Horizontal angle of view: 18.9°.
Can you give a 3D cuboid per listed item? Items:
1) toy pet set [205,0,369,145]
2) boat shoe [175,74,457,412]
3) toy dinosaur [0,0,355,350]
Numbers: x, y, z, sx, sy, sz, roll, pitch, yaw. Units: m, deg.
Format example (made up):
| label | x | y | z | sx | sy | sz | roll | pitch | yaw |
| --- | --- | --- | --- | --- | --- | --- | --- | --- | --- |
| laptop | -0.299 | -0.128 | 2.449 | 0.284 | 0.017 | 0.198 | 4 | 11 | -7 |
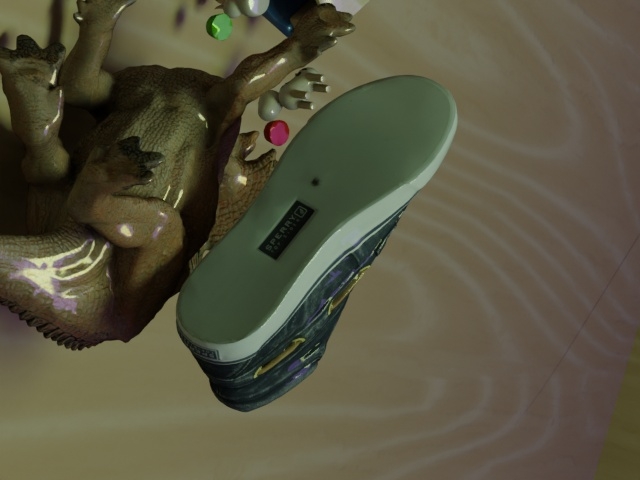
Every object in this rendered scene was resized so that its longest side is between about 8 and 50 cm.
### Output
| label | x | y | z | sx | sy | sz | roll | pitch | yaw |
| --- | --- | --- | --- | --- | --- | --- | --- | --- | --- |
| toy pet set | -0.035 | -0.136 | 1.123 | 0.114 | 0.065 | 0.122 | -44 | 125 | -27 |
| boat shoe | 0.000 | 0.000 | 0.951 | 0.183 | 0.065 | 0.083 | -46 | 155 | -18 |
| toy dinosaur | -0.090 | -0.014 | 0.972 | 0.296 | 0.127 | 0.200 | -45 | 153 | -43 |
